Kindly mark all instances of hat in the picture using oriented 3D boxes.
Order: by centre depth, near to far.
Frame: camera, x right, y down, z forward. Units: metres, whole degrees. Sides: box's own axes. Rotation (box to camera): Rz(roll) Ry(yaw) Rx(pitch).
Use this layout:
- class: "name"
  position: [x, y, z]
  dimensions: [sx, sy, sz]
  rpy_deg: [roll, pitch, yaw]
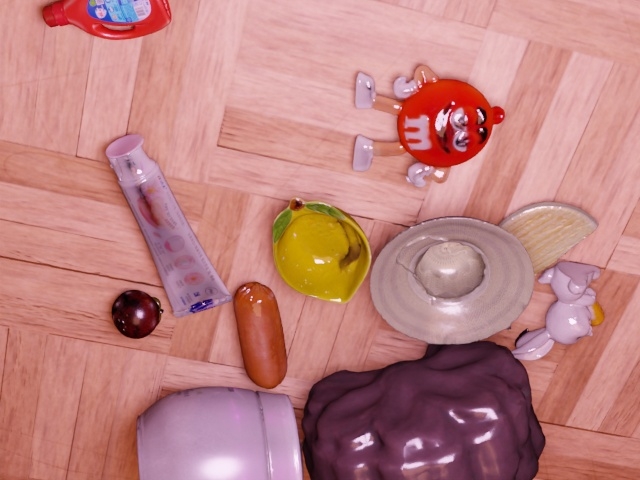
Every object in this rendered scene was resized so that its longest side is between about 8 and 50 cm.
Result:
- class: "hat"
  position: [0.202, 0.038, 1.429]
  dimensions: [0.252, 0.110, 0.252]
  rpy_deg: [2, 125, 2]

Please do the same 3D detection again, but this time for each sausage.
- class: "sausage"
  position: [-0.097, 0.154, 1.500]
  dimensions: [0.076, 0.076, 0.198]
  rpy_deg: [-6, 119, 0]

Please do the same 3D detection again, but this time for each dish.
- class: "dish"
  position: [0.000, 0.000, 1.412]
  dimensions: [0.148, 0.080, 0.208]
  rpy_deg: [-17, 121, 11]

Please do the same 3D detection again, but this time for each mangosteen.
- class: "mangosteen"
  position: [-0.294, 0.115, 1.468]
  dimensions: [0.081, 0.081, 0.081]
  rpy_deg: [-1, 120, -2]

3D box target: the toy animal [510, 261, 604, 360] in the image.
- class: "toy animal"
  position: [0.397, 0.124, 1.516]
  dimensions: [0.127, 0.131, 0.182]
  rpy_deg: [18, 115, 23]

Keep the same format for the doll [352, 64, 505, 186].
- class: "doll"
  position: [0.156, -0.161, 1.327]
  dimensions: [0.217, 0.085, 0.183]
  rpy_deg: [3, 119, 5]

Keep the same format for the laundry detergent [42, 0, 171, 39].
- class: "laundry detergent"
  position: [-0.290, -0.312, 1.234]
  dimensions: [0.165, 0.049, 0.097]
  rpy_deg: [-12, 124, 6]

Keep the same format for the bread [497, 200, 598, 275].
- class: "bread"
  position: [0.330, -0.003, 1.456]
  dimensions: [0.112, 0.036, 0.193]
  rpy_deg: [39, 115, -17]

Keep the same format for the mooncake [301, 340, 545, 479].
- class: "mooncake"
  position: [0.162, 0.297, 1.434]
  dimensions: [0.381, 0.350, 0.212]
  rpy_deg: [-23, 111, -17]

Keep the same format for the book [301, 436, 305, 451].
- class: "book"
  position: [0.062, 0.355, 1.662]
  dimensions: [0.172, 0.012, 0.118]
  rpy_deg: [15, 117, -12]

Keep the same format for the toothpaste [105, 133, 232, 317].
- class: "toothpaste"
  position: [-0.234, -0.012, 1.404]
  dimensions: [0.100, 0.066, 0.323]
  rpy_deg: [-19, 124, 2]

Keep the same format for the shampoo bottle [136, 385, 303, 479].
- class: "shampoo bottle"
  position: [-0.163, 0.376, 1.511]
  dimensions: [0.266, 0.273, 0.273]
  rpy_deg: [-5, 121, -12]
